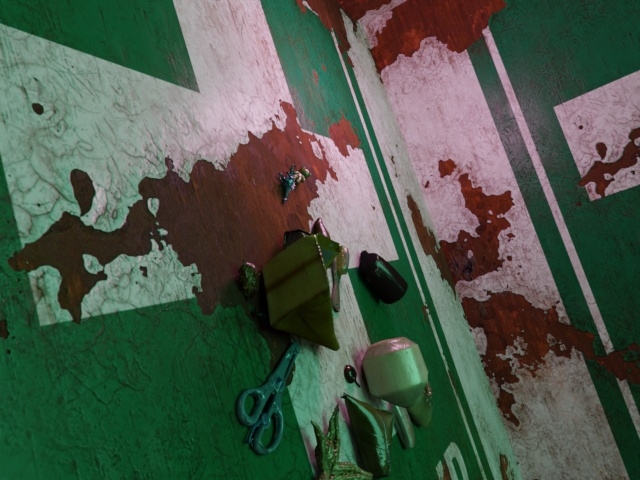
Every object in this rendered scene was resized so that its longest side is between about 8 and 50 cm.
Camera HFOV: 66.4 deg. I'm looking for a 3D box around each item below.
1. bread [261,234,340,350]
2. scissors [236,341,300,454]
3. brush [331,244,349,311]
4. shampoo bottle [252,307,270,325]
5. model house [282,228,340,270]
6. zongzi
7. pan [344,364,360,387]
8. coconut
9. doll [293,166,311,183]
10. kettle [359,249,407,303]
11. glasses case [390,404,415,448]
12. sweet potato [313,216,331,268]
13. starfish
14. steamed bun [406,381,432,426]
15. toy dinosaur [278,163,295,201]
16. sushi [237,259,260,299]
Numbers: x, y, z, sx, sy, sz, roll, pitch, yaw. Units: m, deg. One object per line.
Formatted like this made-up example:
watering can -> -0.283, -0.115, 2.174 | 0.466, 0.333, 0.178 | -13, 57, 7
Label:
bread -> 0.007, 0.186, 1.561 | 0.361, 0.244, 0.233 | 37, 28, -44
scissors -> -0.125, 0.421, 1.392 | 0.180, 0.032, 0.393 | 61, 27, -16
brush -> 0.081, 0.141, 1.947 | 0.072, 0.067, 0.313 | 45, 37, -40
shampoo bottle -> -0.154, 0.235, 1.477 | 0.137, 0.027, 0.048 | 33, 37, -50
model house -> -0.071, 0.038, 1.696 | 0.219, 0.207, 0.136 | 22, 15, -43
zongzi -> 0.149, 0.658, 1.648 | 0.256, 0.115, 0.228 | 41, 42, -33
pan -> 0.125, 0.504, 1.803 | 0.115, 0.023, 0.068 | 53, 30, -28
coconut -> 0.290, 0.511, 1.879 | 0.237, 0.237, 0.266 | 12, 56, -59
doll -> -0.080, -0.261, 1.951 | 0.061, 0.051, 0.093 | 40, 24, 6
kettle -> 0.272, 0.147, 2.221 | 0.232, 0.144, 0.202 | 50, 12, -27
glasses case -> 0.336, 0.742, 1.989 | 0.081, 0.051, 0.204 | -16, 85, -62
sweet potato -> 0.000, 0.000, 1.889 | 0.077, 0.077, 0.244 | 36, 38, -47
starfish -> 0.031, 0.681, 1.439 | 0.357, 0.078, 0.347 | -20, 89, -63
steamed bun -> 0.432, 0.676, 2.158 | 0.231, 0.110, 0.213 | 53, 30, -34
toy dinosaur -> -0.123, -0.225, 1.855 | 0.080, 0.045, 0.198 | 60, 32, -45
sushi -> -0.209, 0.112, 1.428 | 0.060, 0.061, 0.118 | -33, 102, -75
